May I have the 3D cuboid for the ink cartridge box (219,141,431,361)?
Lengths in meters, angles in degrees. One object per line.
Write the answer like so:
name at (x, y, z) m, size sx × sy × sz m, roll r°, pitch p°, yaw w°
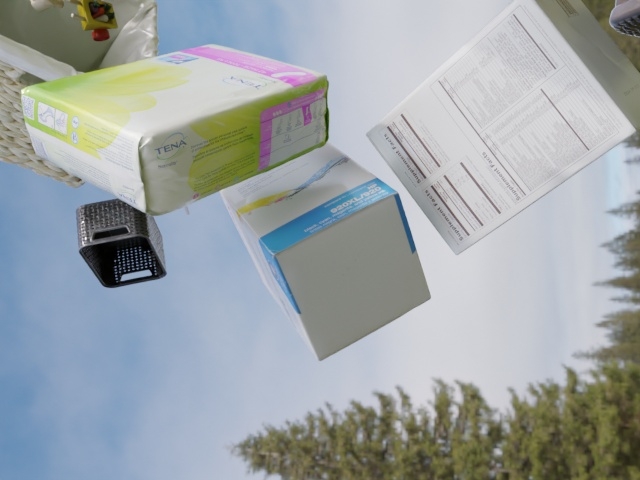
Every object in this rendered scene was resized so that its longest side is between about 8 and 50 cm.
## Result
ink cartridge box at (0.000, 0.000, 0.963) m, size 0.232 × 0.168 × 0.171 m, roll 46°, pitch 162°, yaw 56°

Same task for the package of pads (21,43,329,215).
package of pads at (-0.155, -0.142, 0.868) m, size 0.296 × 0.229 × 0.101 m, roll -29°, pitch -48°, yaw -41°

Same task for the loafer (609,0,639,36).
loafer at (0.534, -0.379, 0.963) m, size 0.134 × 0.366 × 0.130 m, roll 6°, pitch -96°, yaw -31°

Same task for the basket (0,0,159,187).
basket at (-0.484, -0.314, 1.284) m, size 0.328 × 0.266 × 0.331 m, roll 22°, pitch -139°, yaw -34°

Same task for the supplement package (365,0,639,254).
supplement package at (0.242, -0.152, 0.930) m, size 0.198 × 0.263 × 0.199 m, roll 54°, pitch -144°, yaw 5°

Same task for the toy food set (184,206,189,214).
toy food set at (-0.353, -0.146, 1.551) m, size 0.218 × 0.071 × 0.128 m, roll 65°, pitch 170°, yaw 0°

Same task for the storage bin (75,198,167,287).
storage bin at (-0.355, 0.005, 1.331) m, size 0.180 × 0.122 × 0.084 m, roll 88°, pitch 170°, yaw -64°

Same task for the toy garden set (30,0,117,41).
toy garden set at (-0.398, -0.423, 1.113) m, size 0.244 × 0.049 × 0.203 m, roll -9°, pitch -95°, yaw -69°
